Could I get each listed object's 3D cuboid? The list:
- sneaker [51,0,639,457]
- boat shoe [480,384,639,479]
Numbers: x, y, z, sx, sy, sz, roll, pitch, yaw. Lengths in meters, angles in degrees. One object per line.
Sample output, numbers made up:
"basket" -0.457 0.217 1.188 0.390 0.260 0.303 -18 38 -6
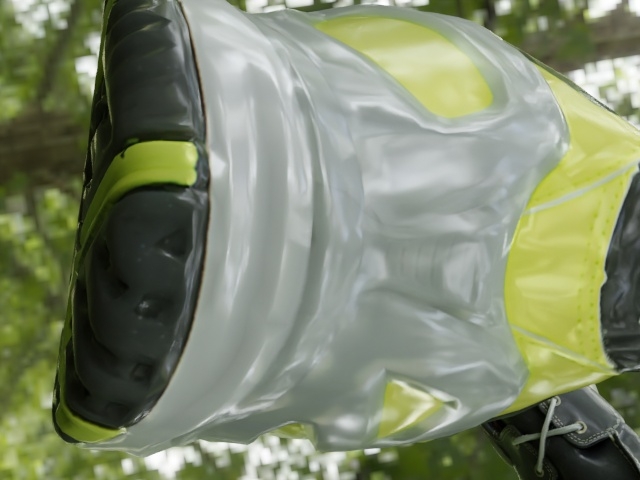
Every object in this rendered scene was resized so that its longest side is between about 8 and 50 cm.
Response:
"sneaker" 0.000 0.000 0.560 0.385 0.147 0.145 -125 -137 -80
"boat shoe" 0.138 0.122 1.087 0.084 0.079 0.233 -48 -146 13
